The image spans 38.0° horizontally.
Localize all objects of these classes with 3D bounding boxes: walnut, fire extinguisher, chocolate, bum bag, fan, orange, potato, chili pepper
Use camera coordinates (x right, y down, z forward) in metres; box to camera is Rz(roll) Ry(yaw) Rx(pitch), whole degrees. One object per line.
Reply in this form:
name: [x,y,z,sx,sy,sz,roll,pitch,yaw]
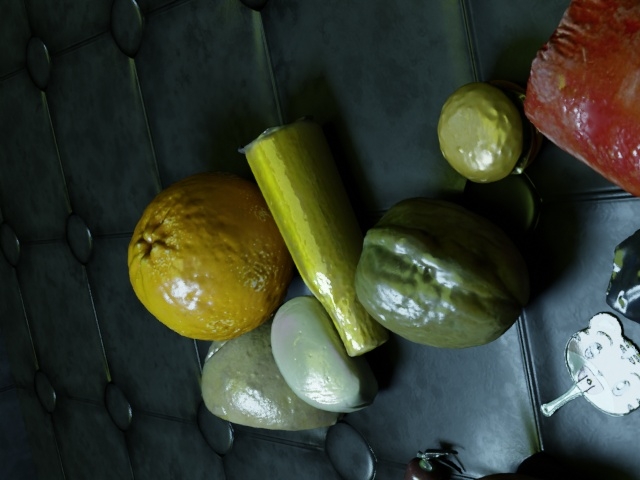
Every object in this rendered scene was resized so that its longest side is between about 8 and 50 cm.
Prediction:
walnut: [0.193,0.058,1.469,0.283,0.227,0.283,29,163,10]
fire extinguisher: [0.198,0.469,1.736,0.099,0.071,0.231,20,120,12]
chocolate: [0.000,0.000,1.723,0.162,0.162,0.445,-29,81,50]
bum bag: [0.512,0.112,1.239,0.310,0.074,0.137,46,123,28]
fan: [0.415,0.219,1.435,0.152,0.008,0.226,56,137,18]
orange: [-0.225,0.028,1.856,0.341,0.293,0.340,-14,69,40]
potato: [-0.101,0.272,1.909,0.264,0.190,0.211,21,118,44]
chili pepper: [0.392,-0.196,1.151,0.305,0.229,0.251,34,143,37]

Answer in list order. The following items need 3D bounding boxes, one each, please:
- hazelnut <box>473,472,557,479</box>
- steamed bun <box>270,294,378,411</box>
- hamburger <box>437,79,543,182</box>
hazelnut: [0.308,0.556,1.456,0.366,0.366,0.365,20,117,44]
steamed bun: [-0.005,0.232,1.777,0.153,0.170,0.238,-33,69,12]
hamburger: [0.257,-0.166,1.399,0.162,0.115,0.161,23,122,43]
